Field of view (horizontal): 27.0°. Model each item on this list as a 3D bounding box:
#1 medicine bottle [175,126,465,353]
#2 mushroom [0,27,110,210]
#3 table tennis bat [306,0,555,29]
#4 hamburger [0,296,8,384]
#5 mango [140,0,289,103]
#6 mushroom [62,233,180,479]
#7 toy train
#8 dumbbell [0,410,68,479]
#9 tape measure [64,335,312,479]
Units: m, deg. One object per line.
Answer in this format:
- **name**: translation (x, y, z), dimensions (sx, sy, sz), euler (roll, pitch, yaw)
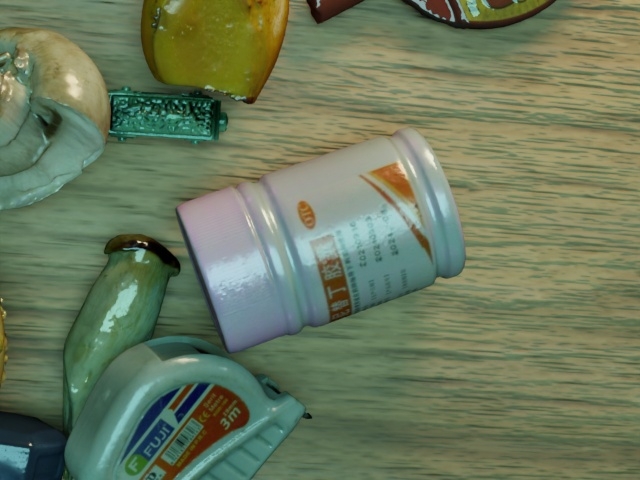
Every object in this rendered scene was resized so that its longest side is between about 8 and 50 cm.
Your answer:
- **medicine bottle**: translation (0.000, 0.000, 1.648), dimensions (0.316, 0.202, 0.202), euler (-20, 98, -6)
- **mushroom**: translation (-0.380, -0.166, 1.570), dimensions (0.254, 0.189, 0.195), euler (-24, 141, 11)
- **table tennis bat**: translation (0.169, -0.389, 1.722), dimensions (0.415, 0.051, 0.268), euler (-26, 98, -9)
- **hamburger**: translation (-0.519, 0.040, 1.489), dimensions (0.445, 0.268, 0.287), euler (39, 111, 10)
- **mango**: translation (-0.120, -0.309, 1.612), dimensions (0.187, 0.138, 0.257), euler (6, 108, -30)
- **mushroom**: translation (-0.274, 0.150, 1.672), dimensions (0.107, 0.087, 0.333), euler (21, 94, -33)
- **toy train**: translation (-0.198, -0.154, 1.654), dimensions (0.172, 0.099, 0.070), euler (3, 95, -10)
- **dumbbell**: translation (-0.416, 0.374, 1.641), dimensions (0.144, 0.160, 0.324), euler (11, 93, -37)
- **tape measure**: translation (-0.173, 0.234, 1.634), dimensions (0.246, 0.125, 0.243), euler (43, 81, -29)
